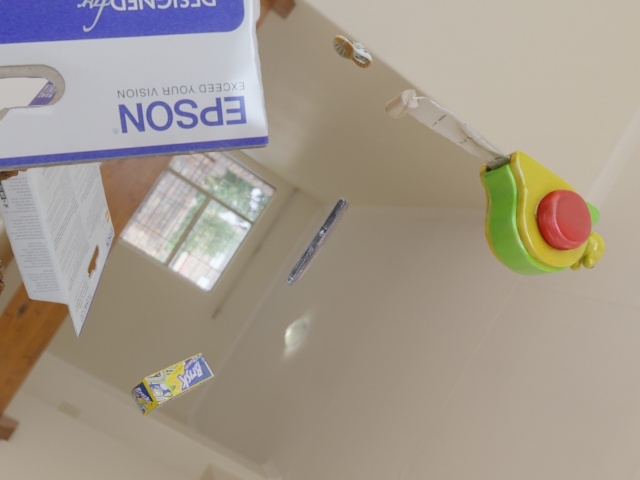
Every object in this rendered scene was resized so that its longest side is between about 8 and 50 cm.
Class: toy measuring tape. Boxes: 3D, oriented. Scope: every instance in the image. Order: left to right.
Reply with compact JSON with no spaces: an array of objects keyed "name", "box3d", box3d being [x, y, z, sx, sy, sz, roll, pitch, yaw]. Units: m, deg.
[{"name":"toy measuring tape","box3d":[0.203,-0.043,0.721,0.121,0.330,0.121,-50,-158,29]}]

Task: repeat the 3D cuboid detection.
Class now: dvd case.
[{"name":"dvd case","box3d":[0.000,0.000,1.111,0.164,0.018,0.221,-56,178,3]}]

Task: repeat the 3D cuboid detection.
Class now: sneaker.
[{"name":"sneaker","box3d":[0.056,-0.340,1.122,0.032,0.083,0.037,-37,-146,37]}]

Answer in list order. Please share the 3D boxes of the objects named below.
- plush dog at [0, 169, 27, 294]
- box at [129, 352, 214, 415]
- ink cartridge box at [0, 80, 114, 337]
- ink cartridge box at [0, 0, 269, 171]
[{"name":"plush dog","box3d":[-0.414,-0.027,0.662,0.210,0.262,0.225,-39,-166,-23]},{"name":"box","box3d":[-0.289,0.279,1.239,0.054,0.059,0.169,-37,170,26]},{"name":"ink cartridge box","box3d":[-0.437,-0.062,1.060,0.324,0.071,0.330,-100,-171,-57]},{"name":"ink cartridge box","box3d":[-0.191,-0.191,0.325,0.072,0.303,0.307,-129,-146,-71]}]
